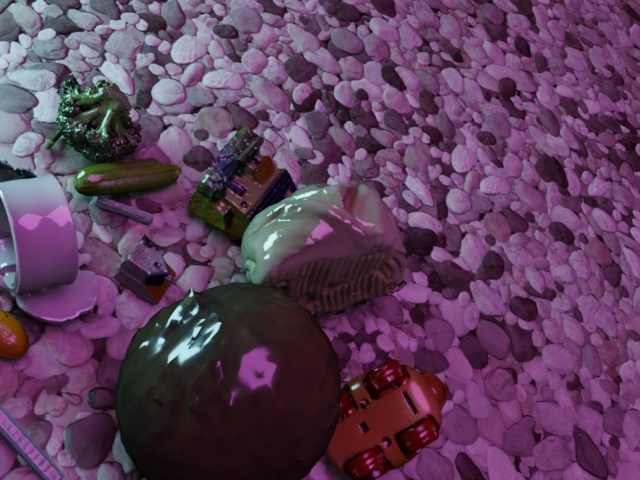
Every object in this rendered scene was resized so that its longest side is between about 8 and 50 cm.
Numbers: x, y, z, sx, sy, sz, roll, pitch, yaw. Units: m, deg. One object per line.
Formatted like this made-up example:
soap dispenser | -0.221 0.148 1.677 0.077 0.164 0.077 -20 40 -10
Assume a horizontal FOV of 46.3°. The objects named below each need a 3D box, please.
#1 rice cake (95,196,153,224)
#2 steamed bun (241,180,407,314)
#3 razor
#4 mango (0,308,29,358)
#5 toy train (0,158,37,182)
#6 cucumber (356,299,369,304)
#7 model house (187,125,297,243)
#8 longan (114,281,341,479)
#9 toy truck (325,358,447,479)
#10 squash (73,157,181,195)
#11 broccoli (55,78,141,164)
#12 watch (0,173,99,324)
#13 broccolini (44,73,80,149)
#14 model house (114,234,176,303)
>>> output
rice cake | -0.407 -0.062 1.555 0.121 0.022 0.022 19 51 -16
steamed bun | 0.000 0.000 1.545 0.394 0.346 0.237 12 48 -45
razor | -0.533 0.303 1.252 0.278 0.056 0.111 44 51 3
mango | -0.565 0.164 1.319 0.114 0.057 0.079 40 45 -4
toy train | -0.609 -0.118 1.437 0.170 0.111 0.071 23 81 -4
cucumber | 0.104 0.090 1.703 0.064 0.064 0.112 36 53 -4
model house | -0.148 -0.098 1.621 0.211 0.170 0.194 36 50 -5
longan | -0.155 0.256 1.273 0.391 0.391 0.391 13 57 -20
toy truck | 0.131 0.356 1.506 0.264 0.239 0.189 -31 75 5
squash | -0.399 -0.134 1.566 0.238 0.069 0.069 -11 67 -38
broccoli | -0.459 -0.252 1.565 0.195 0.156 0.195 39 22 -19
watch | -0.491 0.010 1.340 0.196 0.231 0.244 -14 66 -35
broccolini | -0.544 -0.269 1.600 0.052 0.054 0.194 26 53 -36
model house | -0.333 0.055 1.475 0.100 0.101 0.088 35 50 -6
